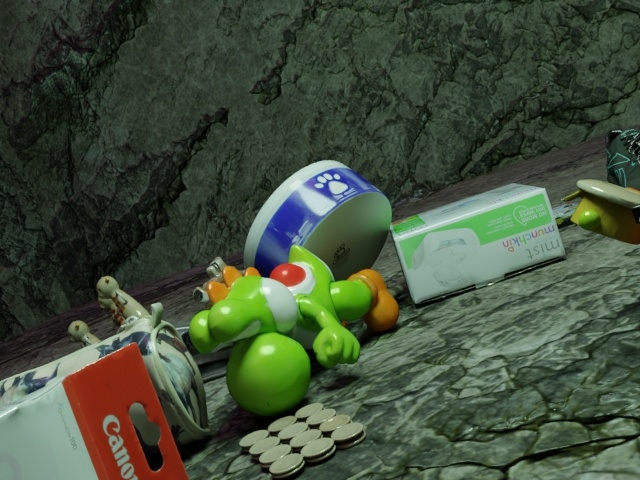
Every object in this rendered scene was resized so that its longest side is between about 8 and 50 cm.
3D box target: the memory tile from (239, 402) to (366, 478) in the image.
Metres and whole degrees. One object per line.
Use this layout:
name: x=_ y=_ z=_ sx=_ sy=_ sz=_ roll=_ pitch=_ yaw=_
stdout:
memory tile: x=-0.022 y=0.220 z=0.763 sx=0.113 sy=0.012 sz=0.148 roll=-22 pitch=7 yaw=-21

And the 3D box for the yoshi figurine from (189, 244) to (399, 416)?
yoshi figurine: x=-0.032 y=0.143 z=0.967 sx=0.203 sy=0.204 sz=0.362 roll=32 pitch=19 yaw=28

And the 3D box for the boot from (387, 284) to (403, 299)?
boot: x=0.111 y=0.102 z=1.204 sx=0.086 sy=0.042 sz=0.118 roll=-21 pitch=7 yaw=-28

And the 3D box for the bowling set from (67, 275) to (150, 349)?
bowling set: x=-0.419 y=0.194 z=1.299 sx=0.200 sy=0.154 sz=0.287 roll=-42 pitch=-17 yaw=-24

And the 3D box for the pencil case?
pencil case: x=-0.354 y=0.231 z=0.906 sx=0.410 sy=0.184 sz=0.160 roll=-20 pitch=-10 yaw=6

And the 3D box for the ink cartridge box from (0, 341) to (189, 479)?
ink cartridge box: x=-0.210 y=0.216 z=0.590 sx=0.066 sy=0.189 sz=0.232 roll=-11 pitch=10 yaw=47

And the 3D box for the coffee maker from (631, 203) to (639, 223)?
coffee maker: x=0.341 y=0.035 z=0.486 sx=0.171 sy=0.178 sz=0.120 roll=-10 pitch=10 yaw=44

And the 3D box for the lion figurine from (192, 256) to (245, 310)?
lion figurine: x=-0.121 y=0.119 z=1.473 sx=0.392 sy=0.142 sz=0.240 roll=1 pitch=9 yaw=31

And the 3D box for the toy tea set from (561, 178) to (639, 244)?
toy tea set: x=0.386 y=0.026 z=0.748 sx=0.200 sy=0.124 sz=0.336 roll=29 pitch=17 yaw=35

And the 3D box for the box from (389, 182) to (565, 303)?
box: x=0.265 y=0.001 z=1.222 sx=0.261 sy=0.127 sz=0.231 roll=-18 pitch=5 yaw=6

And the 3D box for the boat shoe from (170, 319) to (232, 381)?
boat shoe: x=-0.230 y=0.192 z=1.166 sx=0.335 sy=0.112 sz=0.095 roll=-17 pitch=2 yaw=-6

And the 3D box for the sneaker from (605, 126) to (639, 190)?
sneaker: x=0.551 y=-0.139 z=1.191 sx=0.101 sy=0.106 sz=0.267 roll=-18 pitch=8 yaw=7

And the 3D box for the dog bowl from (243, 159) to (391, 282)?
dog bowl: x=0.000 y=0.000 z=1.191 sx=0.264 sy=0.265 sz=0.104 roll=-25 pitch=51 yaw=-39

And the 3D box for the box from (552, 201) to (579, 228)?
box: x=0.459 y=-0.040 z=1.382 sx=0.136 sy=0.027 sz=0.094 roll=-19 pitch=8 yaw=3
